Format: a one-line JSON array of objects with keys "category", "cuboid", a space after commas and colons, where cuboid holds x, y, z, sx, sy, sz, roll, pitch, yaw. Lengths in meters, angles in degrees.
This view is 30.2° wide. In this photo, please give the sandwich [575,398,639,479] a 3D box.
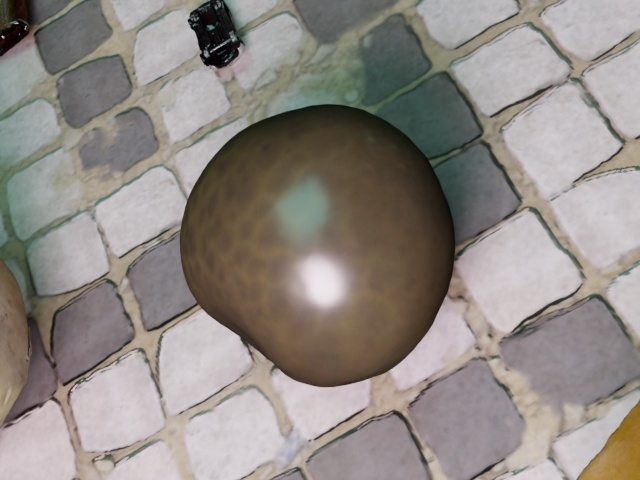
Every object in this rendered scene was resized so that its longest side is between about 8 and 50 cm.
[{"category": "sandwich", "cuboid": [0.260, 0.109, 0.682, 0.228, 0.155, 0.198, -2, 60, 24]}]

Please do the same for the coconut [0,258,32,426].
[{"category": "coconut", "cuboid": [-0.407, 0.076, 0.910, 0.353, 0.352, 0.352, -12, 58, 19]}]

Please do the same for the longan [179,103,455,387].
[{"category": "longan", "cuboid": [0.000, 0.000, 0.850, 0.212, 0.198, 0.198, 20, 72, 49]}]

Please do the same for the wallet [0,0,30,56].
[{"category": "wallet", "cuboid": [-0.374, -0.282, 1.279, 0.133, 0.039, 0.243, -28, 54, 17]}]

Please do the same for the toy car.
[{"category": "toy car", "cuboid": [-0.095, -0.189, 1.099, 0.041, 0.025, 0.093, -29, 51, 10]}]
